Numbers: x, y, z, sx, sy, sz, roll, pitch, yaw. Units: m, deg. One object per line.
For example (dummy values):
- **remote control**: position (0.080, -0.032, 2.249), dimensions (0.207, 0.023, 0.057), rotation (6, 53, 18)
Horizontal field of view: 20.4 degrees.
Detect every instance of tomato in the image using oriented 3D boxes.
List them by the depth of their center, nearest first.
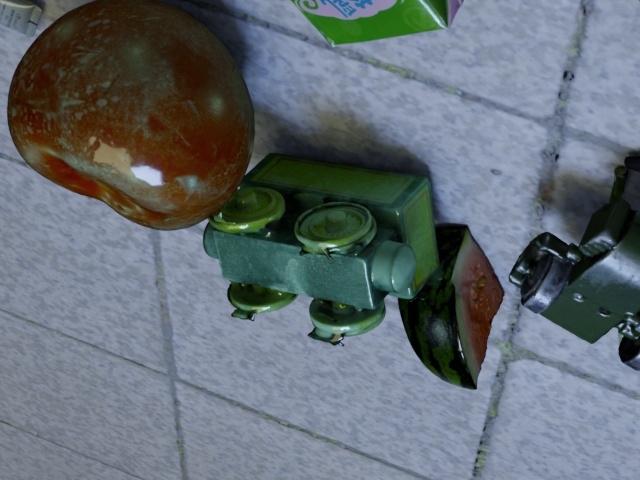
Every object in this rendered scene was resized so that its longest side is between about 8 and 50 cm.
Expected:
- **tomato**: position (-0.193, -0.145, 1.914), dimensions (0.270, 0.222, 0.270), rotation (24, 170, 4)

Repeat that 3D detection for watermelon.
- **watermelon**: position (0.144, 0.088, 2.109), dimensions (0.137, 0.145, 0.193), rotation (24, 152, -5)

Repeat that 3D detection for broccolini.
- **broccolini**: position (0.309, -0.029, 1.887), dimensions (0.030, 0.035, 0.140), rotation (17, 149, 10)

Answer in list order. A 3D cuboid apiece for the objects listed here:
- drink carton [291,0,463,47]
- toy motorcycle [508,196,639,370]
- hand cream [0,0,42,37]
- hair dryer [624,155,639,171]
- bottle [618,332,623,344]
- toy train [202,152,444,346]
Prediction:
- **drink carton**: position (0.010, -0.305, 1.594), dimensions (0.161, 0.108, 0.271), rotation (-2, 142, 46)
- **toy motorcycle**: position (0.331, 0.029, 1.844), dimensions (0.205, 0.127, 0.275), rotation (31, 140, -7)
- **hand cream**: position (-0.413, -0.293, 2.041), dimensions (0.195, 0.042, 0.067), rotation (25, 144, -9)
- **hair dryer**: position (0.386, -0.050, 1.713), dimensions (0.255, 0.128, 0.070), rotation (8, 149, 51)
- **bottle**: position (0.437, 0.107, 1.969), dimensions (0.202, 0.072, 0.072), rotation (9, 148, 28)
- **toy train**: position (0.000, 0.000, 2.013), dimensions (0.272, 0.188, 0.159), rotation (11, 126, 31)
